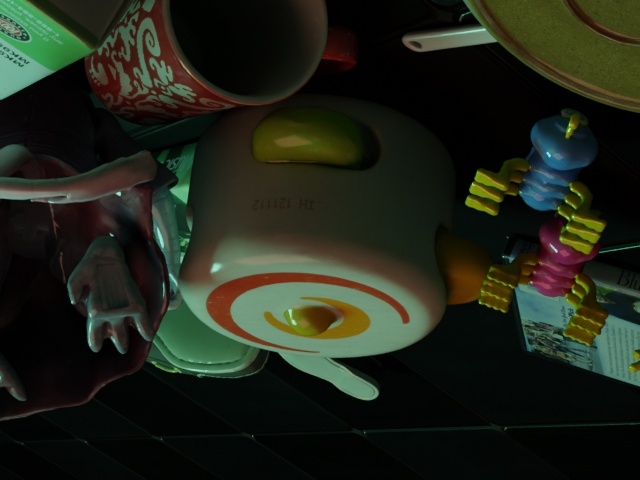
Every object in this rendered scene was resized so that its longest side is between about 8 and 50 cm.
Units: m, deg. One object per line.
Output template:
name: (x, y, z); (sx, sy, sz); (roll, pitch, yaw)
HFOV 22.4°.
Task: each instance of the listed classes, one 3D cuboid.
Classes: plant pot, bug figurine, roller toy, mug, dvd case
plant pot: (0.164, -0.135, 0.841); (0.236, 0.032, 0.236); (20, 152, 11)
bug figurine: (0.226, 0.013, 1.060); (0.279, 0.072, 0.216); (24, 150, 1)
roller toy: (0.000, 0.000, 1.152); (0.209, 0.146, 0.191); (25, 149, -35)
mug: (-0.071, -0.121, 1.068); (0.150, 0.113, 0.169); (37, 159, -21)
dvd case: (0.269, 0.079, 1.262); (0.253, 0.022, 0.180); (17, 157, 20)

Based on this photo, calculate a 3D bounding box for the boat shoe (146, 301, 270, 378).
boat shoe: (-0.121, 0.081, 1.468); (0.228, 0.081, 0.069); (15, 160, 43)

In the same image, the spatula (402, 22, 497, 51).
spatula: (0.097, -0.154, 0.927); (0.242, 0.019, 0.168); (-1, 148, 48)

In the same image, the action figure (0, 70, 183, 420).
action figure: (-0.229, -0.037, 1.192); (0.248, 0.370, 0.275); (-4, 129, -4)

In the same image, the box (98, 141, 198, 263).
box: (-0.075, 0.007, 1.420); (0.232, 0.058, 0.322); (37, 155, -26)

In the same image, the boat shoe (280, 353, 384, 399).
boat shoe: (0.008, 0.111, 1.588); (0.125, 0.038, 0.046); (29, 139, -11)

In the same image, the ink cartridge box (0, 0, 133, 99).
ink cartridge box: (-0.260, -0.198, 1.077); (0.211, 0.121, 0.289); (36, 156, -22)
